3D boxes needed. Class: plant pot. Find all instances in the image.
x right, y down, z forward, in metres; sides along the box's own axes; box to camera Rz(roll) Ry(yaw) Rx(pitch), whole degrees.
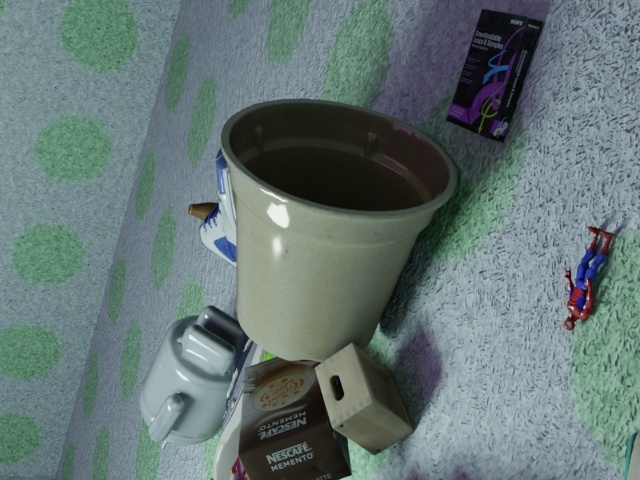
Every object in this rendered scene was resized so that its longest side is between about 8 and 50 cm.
[{"bbox_3d":[0.000,0.000,1.240,0.334,0.333,0.306,-115,31,-51],"label":"plant pot"}]

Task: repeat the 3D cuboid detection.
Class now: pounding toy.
[{"bbox_3d":[0.053,0.230,1.219,0.100,0.130,0.141,-36,41,15],"label":"pounding toy"}]

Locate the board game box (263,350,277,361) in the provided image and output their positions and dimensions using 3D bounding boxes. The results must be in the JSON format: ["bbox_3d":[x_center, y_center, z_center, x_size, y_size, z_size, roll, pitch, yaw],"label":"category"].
[{"bbox_3d":[-0.062,0.259,1.500,0.043,0.092,0.181,35,113,63],"label":"board game box"}]

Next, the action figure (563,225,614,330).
[{"bbox_3d":[0.285,0.043,0.909,0.038,0.030,0.115,29,110,59],"label":"action figure"}]

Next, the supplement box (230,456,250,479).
[{"bbox_3d":[-0.077,0.388,1.471,0.188,0.104,0.081,-62,31,35],"label":"supplement box"}]

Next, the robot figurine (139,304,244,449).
[{"bbox_3d":[-0.269,0.301,1.802,0.354,0.199,0.300,-61,-8,35],"label":"robot figurine"}]

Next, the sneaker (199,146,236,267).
[{"bbox_3d":[-0.141,-0.038,1.425,0.182,0.127,0.316,20,142,35],"label":"sneaker"}]

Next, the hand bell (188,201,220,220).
[{"bbox_3d":[-0.130,-0.042,1.577,0.126,0.241,0.126,-37,48,57],"label":"hand bell"}]

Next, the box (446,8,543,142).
[{"bbox_3d":[0.229,-0.223,1.123,0.116,0.029,0.162,43,118,61],"label":"box"}]

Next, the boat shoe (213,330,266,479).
[{"bbox_3d":[-0.125,0.309,1.607,0.341,0.127,0.158,-68,20,8],"label":"boat shoe"}]

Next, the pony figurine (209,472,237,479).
[{"bbox_3d":[-0.168,0.601,1.346,0.351,0.302,0.363,-55,43,-1],"label":"pony figurine"}]

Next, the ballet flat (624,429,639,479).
[{"bbox_3d":[0.298,0.291,0.738,0.086,0.086,0.249,3,83,65],"label":"ballet flat"}]

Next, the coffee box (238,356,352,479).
[{"bbox_3d":[-0.040,0.270,1.285,0.246,0.141,0.098,-100,-12,-69],"label":"coffee box"}]
